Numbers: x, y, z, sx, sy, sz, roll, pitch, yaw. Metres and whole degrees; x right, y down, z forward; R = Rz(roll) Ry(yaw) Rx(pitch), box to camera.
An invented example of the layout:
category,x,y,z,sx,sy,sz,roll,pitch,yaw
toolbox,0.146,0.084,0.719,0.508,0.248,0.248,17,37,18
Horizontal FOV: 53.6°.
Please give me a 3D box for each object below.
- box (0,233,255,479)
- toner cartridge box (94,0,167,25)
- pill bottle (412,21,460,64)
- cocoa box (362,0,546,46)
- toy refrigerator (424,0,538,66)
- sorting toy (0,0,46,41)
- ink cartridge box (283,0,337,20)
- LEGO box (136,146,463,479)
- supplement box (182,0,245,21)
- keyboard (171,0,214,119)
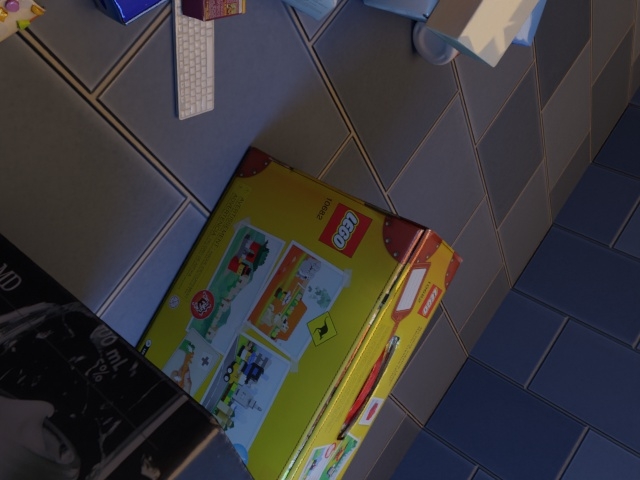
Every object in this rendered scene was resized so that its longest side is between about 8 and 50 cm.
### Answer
category,x,y,z,sx,sy,sz,roll,pitch,yaw
box,-0.374,0.289,0.625,0.471,0.479,0.298,-43,142,-27
toner cartridge box,-0.227,-0.424,0.656,0.165,0.075,0.348,-39,141,-19
pill bottle,0.290,-0.457,1.328,0.193,0.108,0.108,-41,142,-29
cocoa box,0.258,-0.530,1.052,0.227,0.231,0.347,5,111,-27
toy refrigerator,0.280,-0.399,0.919,0.094,0.102,0.270,22,107,-32
sorting toy,-0.348,-0.247,0.679,0.075,0.045,0.083,-40,146,2
ink cartridge box,0.063,-0.465,0.803,0.091,0.385,0.308,24,95,-16
LEGO box,-0.062,0.149,1.053,0.501,0.372,0.193,-60,148,-1
supplement box,-0.144,-0.334,0.861,0.083,0.043,0.055,-33,138,-46
keyboard,-0.177,-0.299,0.890,0.072,0.014,0.256,-27,134,-41
